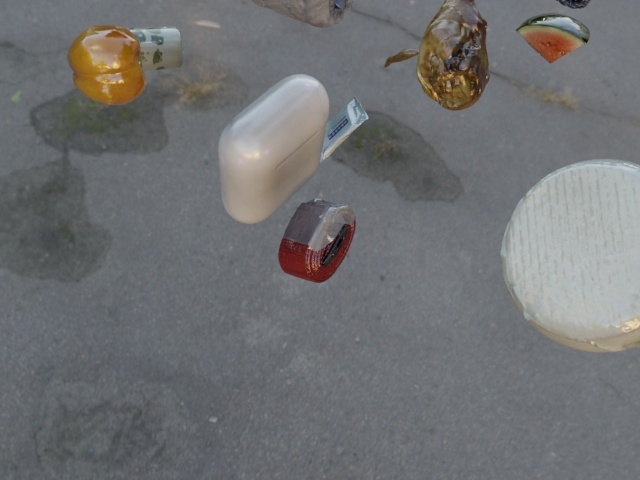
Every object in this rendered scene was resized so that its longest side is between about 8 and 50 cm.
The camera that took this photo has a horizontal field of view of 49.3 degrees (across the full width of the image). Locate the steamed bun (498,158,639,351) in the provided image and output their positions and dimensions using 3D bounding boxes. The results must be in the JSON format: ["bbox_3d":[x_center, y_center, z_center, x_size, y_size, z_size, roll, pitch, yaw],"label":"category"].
[{"bbox_3d":[0.551,0.032,1.366,0.241,0.374,0.374,14,32,-54],"label":"steamed bun"}]

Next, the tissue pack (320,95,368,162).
[{"bbox_3d":[0.055,-0.325,2.041,0.026,0.193,0.123,30,27,-34],"label":"tissue pack"}]

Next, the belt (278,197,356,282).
[{"bbox_3d":[0.000,0.000,1.625,0.124,0.128,0.201,16,74,44],"label":"belt"}]

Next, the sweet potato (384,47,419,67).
[{"bbox_3d":[0.189,-0.437,1.658,0.026,0.115,0.026,4,83,-40],"label":"sweet potato"}]

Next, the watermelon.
[{"bbox_3d":[0.654,-0.578,1.911,0.193,0.137,0.145,23,64,26],"label":"watermelon"}]

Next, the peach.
[{"bbox_3d":[-0.374,-0.306,1.223,0.138,0.138,0.138,9,45,-9],"label":"peach"}]

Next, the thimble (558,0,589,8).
[{"bbox_3d":[0.556,-0.566,1.541,0.066,0.095,0.104,-50,114,-16],"label":"thimble"}]

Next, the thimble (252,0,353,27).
[{"bbox_3d":[-0.012,-0.461,1.103,0.157,0.245,0.217,23,86,8],"label":"thimble"}]

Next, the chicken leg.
[{"bbox_3d":[0.186,-0.300,0.934,0.087,0.252,0.107,5,-5,29],"label":"chicken leg"}]

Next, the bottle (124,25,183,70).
[{"bbox_3d":[-0.512,-0.524,1.912,0.253,0.120,0.120,-9,50,-25],"label":"bottle"}]

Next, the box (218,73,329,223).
[{"bbox_3d":[-0.107,-0.200,1.587,0.141,0.349,0.288,42,67,14],"label":"box"}]
